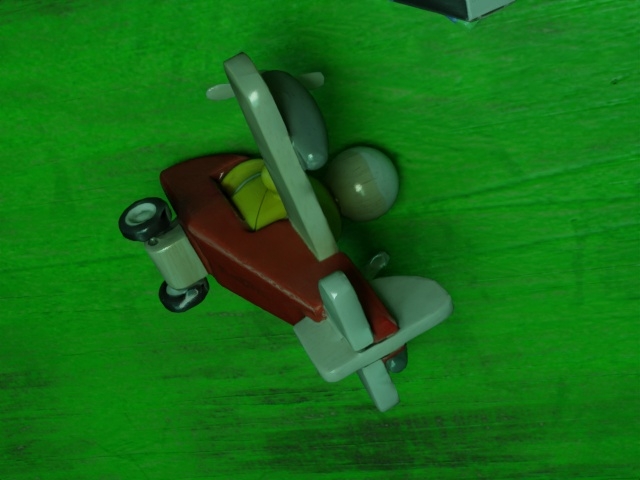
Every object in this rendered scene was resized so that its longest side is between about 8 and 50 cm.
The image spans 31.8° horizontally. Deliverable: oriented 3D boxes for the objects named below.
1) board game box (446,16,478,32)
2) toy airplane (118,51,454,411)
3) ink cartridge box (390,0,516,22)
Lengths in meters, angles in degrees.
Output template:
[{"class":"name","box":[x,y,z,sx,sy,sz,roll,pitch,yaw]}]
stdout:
[{"class":"board game box","box":[0.155,-0.322,1.100,0.136,0.035,0.201,35,125,-6]},{"class":"toy airplane","box":[0.000,0.000,1.211,0.384,0.272,0.386,46,157,1]},{"class":"ink cartridge box","box":[0.035,-0.367,0.985,0.303,0.072,0.307,31,144,51]}]
